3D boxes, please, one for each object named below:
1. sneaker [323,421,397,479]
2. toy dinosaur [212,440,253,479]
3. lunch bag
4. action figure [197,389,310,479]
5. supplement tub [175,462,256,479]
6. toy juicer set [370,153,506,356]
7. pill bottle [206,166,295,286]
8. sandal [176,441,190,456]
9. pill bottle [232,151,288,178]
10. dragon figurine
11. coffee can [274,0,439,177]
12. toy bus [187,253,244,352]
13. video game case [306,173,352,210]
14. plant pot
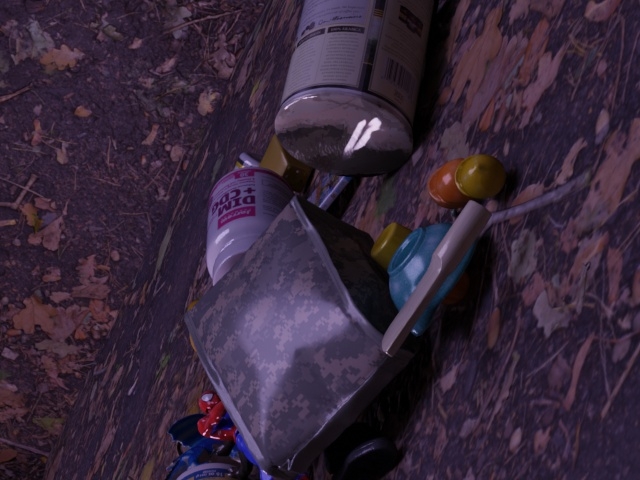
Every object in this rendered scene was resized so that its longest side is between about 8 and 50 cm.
[{"bbox_3d":[0.045,0.250,1.672,0.170,0.051,0.089,124,158,-49],"label":"sneaker"},{"bbox_3d":[-0.073,0.261,1.958,0.313,0.121,0.160,-101,28,-69],"label":"toy dinosaur"},{"bbox_3d":[-0.010,0.129,1.707,0.235,0.169,0.287,-47,41,18],"label":"lunch bag"},{"bbox_3d":[-0.074,0.233,1.826,0.280,0.091,0.139,26,106,49],"label":"action figure"},{"bbox_3d":[-0.146,0.421,1.944,0.199,0.144,0.144,-98,32,-62],"label":"supplement tub"},{"bbox_3d":[0.152,0.008,1.576,0.209,0.089,0.329,-52,10,14],"label":"toy juicer set"},{"bbox_3d":[-0.115,0.003,2.383,0.283,0.160,0.160,-97,31,-60],"label":"pill bottle"},{"bbox_3d":[-0.236,0.377,2.529,0.180,0.049,0.072,-123,56,-73],"label":"sandal"},{"bbox_3d":[-0.141,-0.070,2.694,0.103,0.103,0.184,-120,53,-72],"label":"pill bottle"},{"bbox_3d":[-0.183,0.322,2.113,0.144,0.289,0.085,40,134,45],"label":"dragon figurine"},{"bbox_3d":[0.055,-0.260,2.042,0.201,0.201,0.275,132,154,-55],"label":"coffee can"},{"bbox_3d":[-0.115,0.119,2.159,0.191,0.104,0.202,40,113,38],"label":"toy bus"},{"bbox_3d":[0.000,-0.066,2.259,0.166,0.015,0.119,-51,12,21],"label":"video game case"},{"bbox_3d":[-0.055,-0.131,2.527,0.081,0.081,0.083,-63,26,22],"label":"plant pot"}]
